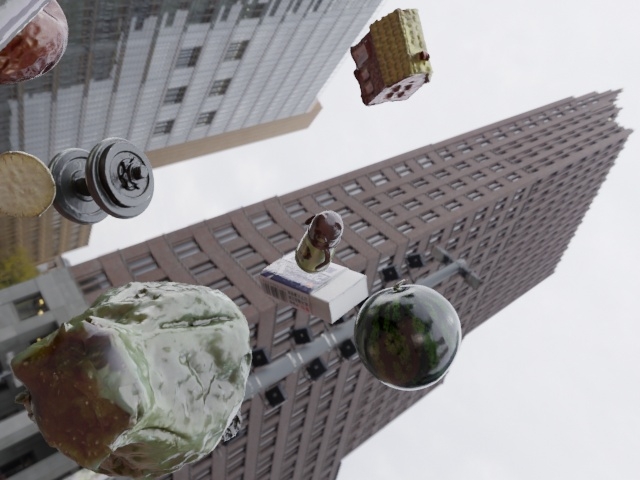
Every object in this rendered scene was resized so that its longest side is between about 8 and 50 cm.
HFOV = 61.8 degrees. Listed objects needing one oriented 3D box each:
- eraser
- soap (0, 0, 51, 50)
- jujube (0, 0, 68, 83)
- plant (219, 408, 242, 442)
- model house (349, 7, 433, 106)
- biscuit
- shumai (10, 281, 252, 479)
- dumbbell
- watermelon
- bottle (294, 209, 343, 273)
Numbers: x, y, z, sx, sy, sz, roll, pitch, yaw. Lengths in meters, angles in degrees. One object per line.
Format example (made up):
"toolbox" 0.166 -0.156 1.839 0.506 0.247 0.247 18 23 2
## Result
"eraser" -0.017 0.094 1.137 0.210 0.124 0.068 17 -55 41
"soap" -0.509 -0.234 0.533 0.350 0.435 0.213 16 -27 30
"jujube" -0.571 -0.358 0.956 0.236 0.168 0.168 -27 -94 15
"plant" -0.195 0.274 0.841 0.143 0.094 0.092 -7 -84 38
"model house" 0.217 -0.515 1.497 0.254 0.159 0.196 -18 -97 66
"biscuit" -0.654 -0.120 1.162 0.020 0.151 0.152 -119 -162 -71
"shumai" -0.175 0.151 0.581 0.222 0.260 0.225 -18 -87 58
"dumbbell" -0.517 -0.137 1.265 0.289 0.192 0.192 -7 -75 29
"watermelon" 0.209 0.236 1.323 0.269 0.268 0.269 29 -49 41
"bottle" -0.001 -0.001 0.632 0.063 0.047 0.101 51 -27 14
